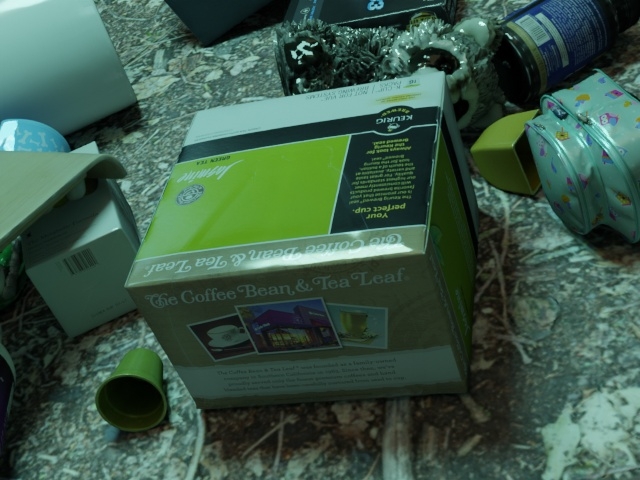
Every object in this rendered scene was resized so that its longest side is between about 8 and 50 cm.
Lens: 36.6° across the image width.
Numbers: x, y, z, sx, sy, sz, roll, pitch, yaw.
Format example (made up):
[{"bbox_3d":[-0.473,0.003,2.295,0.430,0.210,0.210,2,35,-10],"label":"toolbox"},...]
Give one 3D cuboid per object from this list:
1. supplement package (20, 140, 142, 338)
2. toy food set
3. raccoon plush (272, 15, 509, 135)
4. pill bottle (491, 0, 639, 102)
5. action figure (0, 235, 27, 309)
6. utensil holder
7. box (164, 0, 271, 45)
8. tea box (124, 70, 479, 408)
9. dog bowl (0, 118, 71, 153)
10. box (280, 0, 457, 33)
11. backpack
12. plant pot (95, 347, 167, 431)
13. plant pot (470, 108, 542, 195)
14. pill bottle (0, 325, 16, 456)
[{"bbox_3d":[-0.333,-0.007,1.357,0.139,0.134,0.244,-25,39,-5],"label":"supplement package"},{"bbox_3d":[-0.420,-0.018,1.242,0.219,0.092,0.306,5,36,28],"label":"toy food set"},{"bbox_3d":[0.090,-0.276,1.437,0.299,0.216,0.446,-13,38,-2],"label":"raccoon plush"},{"bbox_3d":[0.347,-0.300,1.396,0.219,0.123,0.123,-32,40,-13],"label":"pill bottle"},{"bbox_3d":[-0.476,0.033,1.440,0.137,0.063,0.232,-11,43,8],"label":"action figure"},{"bbox_3d":[-0.549,-0.301,1.652,0.385,0.327,0.327,-23,39,-6],"label":"utensil holder"},{"bbox_3d":[-0.165,-0.614,1.865,0.293,0.212,0.395,-29,35,20],"label":"box"},{"bbox_3d":[0.000,0.000,1.129,0.329,0.220,0.323,-6,40,19],"label":"tea box"},{"bbox_3d":[-0.541,-0.100,1.514,0.297,0.166,0.074,-5,51,-10],"label":"dog bowl"},{"bbox_3d":[0.098,-0.441,1.717,0.293,0.073,0.295,-6,42,20],"label":"box"},{"bbox_3d":[0.333,-0.088,1.121,0.144,0.166,0.188,-31,36,-9],"label":"backpack"},{"bbox_3d":[-0.219,0.170,1.153,0.083,0.083,0.079,-15,28,8],"label":"plant pot"},{"bbox_3d":[0.247,-0.114,1.265,0.083,0.081,0.081,3,44,45],"label":"plant pot"},{"bbox_3d":[-0.457,0.214,1.118,0.181,0.181,0.323,-16,39,6],"label":"pill bottle"}]
